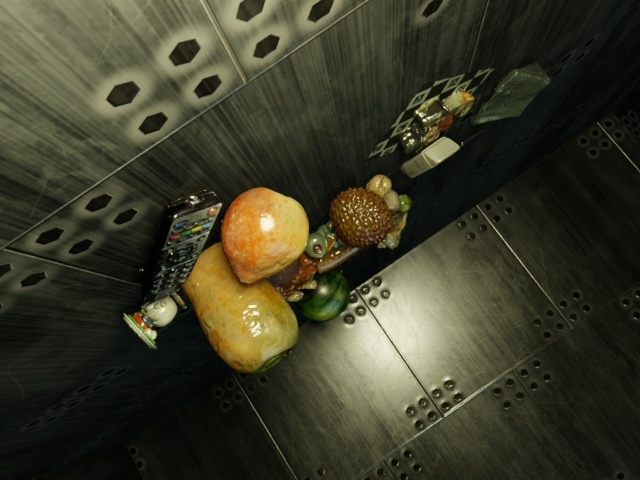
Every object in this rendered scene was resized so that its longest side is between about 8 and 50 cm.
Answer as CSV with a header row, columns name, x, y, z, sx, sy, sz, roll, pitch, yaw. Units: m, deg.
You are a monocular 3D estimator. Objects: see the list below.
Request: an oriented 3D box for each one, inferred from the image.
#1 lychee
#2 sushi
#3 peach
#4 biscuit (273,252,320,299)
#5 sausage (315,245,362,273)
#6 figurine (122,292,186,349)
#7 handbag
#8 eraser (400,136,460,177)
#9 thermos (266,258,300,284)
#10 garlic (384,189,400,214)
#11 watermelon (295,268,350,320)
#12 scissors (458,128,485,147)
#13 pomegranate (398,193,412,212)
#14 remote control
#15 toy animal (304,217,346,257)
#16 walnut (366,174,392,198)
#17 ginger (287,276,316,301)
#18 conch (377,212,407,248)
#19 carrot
name,x,y,z,sx,sy,sz,roll,pitch,yaw
lychee,0.126,-0.066,1.740,0.200,0.200,0.238,-36,137,5
sushi,0.322,-0.325,1.579,0.339,0.069,0.320,-24,163,-38
peach,-0.129,-0.004,1.300,0.232,0.233,0.232,-33,167,-9
biscuit,-0.144,0.141,2.010,0.318,0.111,0.312,-23,161,-42
sausage,0.085,0.028,2.178,0.270,0.109,0.109,-35,167,-2
figurine,-0.432,0.200,1.520,0.153,0.132,0.132,-43,170,-19
handbag,0.593,-0.458,1.775,0.175,0.089,0.270,-20,162,-23
eraser,0.320,-0.246,1.703,0.089,0.061,0.352,-35,-178,-4
thermos,-0.117,0.008,1.540,0.176,0.146,0.265,-32,163,-14
garlic,0.228,-0.126,2.069,0.128,0.091,0.198,-19,174,2
watermelon,0.007,0.221,2.379,0.242,0.242,0.242,-33,167,-9
scissors,0.517,-0.351,2.083,0.220,0.017,0.088,-34,166,-7
pomegranate,0.319,-0.143,2.230,0.084,0.073,0.073,-21,174,27
remote control,-0.320,0.021,1.252,0.144,0.062,0.399,-25,163,-37
toy animal,0.009,0.005,1.900,0.236,0.108,0.138,-32,167,-7
walnut,0.185,-0.167,1.797,0.078,0.083,0.096,-1,158,-13
ginger,-0.061,0.158,2.224,0.258,0.149,0.065,-30,130,-4
conch,0.305,-0.052,2.375,0.207,0.130,0.155,-49,180,1
carrot,-0.211,0.172,1.462,0.224,0.341,0.224,-33,163,-12
